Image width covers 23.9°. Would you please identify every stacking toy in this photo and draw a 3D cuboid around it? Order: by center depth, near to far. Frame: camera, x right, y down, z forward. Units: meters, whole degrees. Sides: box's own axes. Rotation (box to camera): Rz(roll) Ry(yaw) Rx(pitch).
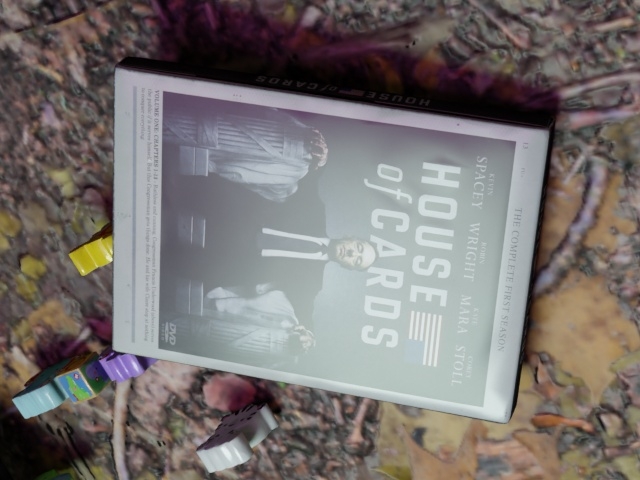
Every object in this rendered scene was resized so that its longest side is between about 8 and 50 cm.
[{"bbox_3d":[-0.150,0.083,0.986,0.221,0.052,0.167,-20,106,35],"label":"stacking toy"}]

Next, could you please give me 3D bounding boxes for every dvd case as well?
[{"bbox_3d":[0.000,0.000,0.841,0.238,0.029,0.179,9,115,12],"label":"dvd case"}]

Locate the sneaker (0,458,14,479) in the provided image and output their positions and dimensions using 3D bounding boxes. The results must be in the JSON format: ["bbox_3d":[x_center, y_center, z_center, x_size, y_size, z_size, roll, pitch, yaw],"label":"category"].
[{"bbox_3d":[-0.253,0.169,1.066,0.079,0.121,0.217,-31,69,5],"label":"sneaker"}]
